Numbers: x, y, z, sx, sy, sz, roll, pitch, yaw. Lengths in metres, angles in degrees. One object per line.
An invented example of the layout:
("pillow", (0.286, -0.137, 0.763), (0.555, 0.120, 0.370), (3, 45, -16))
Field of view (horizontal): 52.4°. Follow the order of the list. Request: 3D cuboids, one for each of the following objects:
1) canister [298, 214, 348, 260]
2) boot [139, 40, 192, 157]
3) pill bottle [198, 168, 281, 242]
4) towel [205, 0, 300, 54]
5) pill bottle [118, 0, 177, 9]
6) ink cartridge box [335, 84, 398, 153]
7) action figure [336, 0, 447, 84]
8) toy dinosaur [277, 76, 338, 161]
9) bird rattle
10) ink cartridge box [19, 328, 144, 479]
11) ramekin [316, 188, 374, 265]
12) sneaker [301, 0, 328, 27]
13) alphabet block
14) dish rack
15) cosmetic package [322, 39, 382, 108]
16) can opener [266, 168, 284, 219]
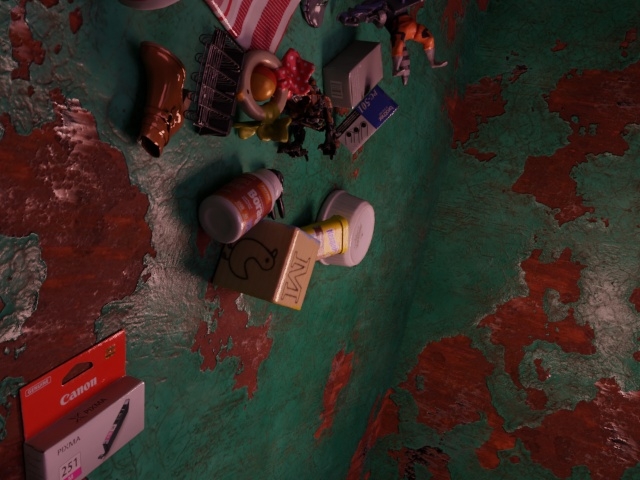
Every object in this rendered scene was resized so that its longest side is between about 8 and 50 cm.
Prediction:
("canister", (0.000, 0.000, 2.051), (0.169, 0.073, 0.126), (-18, 122, -32))
("boot", (-0.309, -0.262, 1.229), (0.197, 0.072, 0.152), (67, 40, -60))
("pill bottle", (-0.186, -0.092, 1.571), (0.216, 0.121, 0.121), (-46, 144, -50))
("towel", (-0.144, -0.557, 1.471), (0.237, 0.037, 0.329), (-67, 157, -8))
("pill bottle", (-0.298, -0.522, 0.961), (0.176, 0.176, 0.318), (-64, 156, -24))
("ink cartridge box", (0.139, -0.379, 2.045), (0.207, 0.097, 0.046), (-43, -174, 27))
("action figure", (0.198, -0.647, 1.981), (0.341, 0.330, 0.178), (-21, 174, -18))
("toy dinosaur", (-0.012, -0.342, 1.806), (0.322, 0.164, 0.219), (12, 76, -47))
("bird rattle", (-0.117, -0.358, 1.531), (0.207, 0.143, 0.254), (38, 74, -51))
("ink cartridge box", (-0.459, 0.339, 1.291), (0.275, 0.060, 0.239), (-34, 135, -58))
("ramekin", (0.090, -0.034, 2.251), (0.273, 0.127, 0.273), (-48, 146, -48))
("sneaker", (0.005, -0.658, 1.689), (0.083, 0.098, 0.224), (-53, 149, -42))
("alphabet block", (-0.136, 0.057, 1.701), (0.193, 0.192, 0.197), (31, 75, -65))
("dish rack", (-0.218, -0.317, 1.317), (0.271, 0.074, 0.208), (-38, 140, -83))
("cosmetic package", (0.103, -0.516, 2.008), (0.238, 0.107, 0.127), (-50, 144, -40))
("can opener", (-0.129, -0.123, 1.782), (0.186, 0.059, 0.073), (92, -3, -51))
